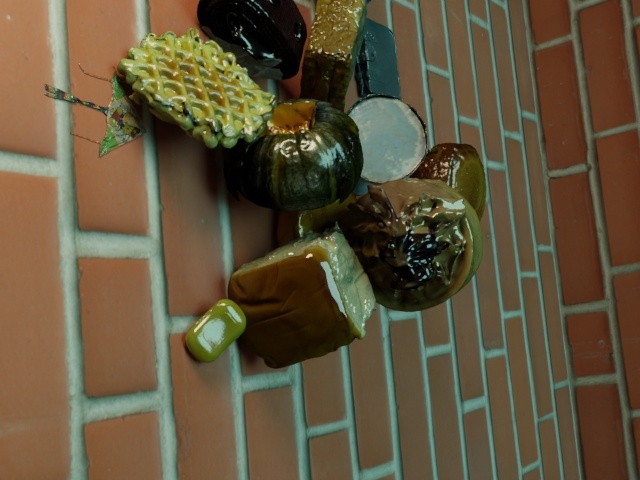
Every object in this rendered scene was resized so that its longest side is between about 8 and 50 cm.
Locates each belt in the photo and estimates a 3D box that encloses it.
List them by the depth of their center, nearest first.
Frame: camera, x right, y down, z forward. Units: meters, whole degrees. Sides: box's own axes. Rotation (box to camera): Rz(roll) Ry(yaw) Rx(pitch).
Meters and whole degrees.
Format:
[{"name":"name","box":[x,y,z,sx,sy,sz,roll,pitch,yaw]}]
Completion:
[{"name":"belt","box":[-0.152,-0.484,1.869,0.289,0.184,0.164,44,47,-39]}]

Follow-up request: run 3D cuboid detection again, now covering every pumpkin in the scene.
[{"name":"pumpkin","box":[-0.059,-0.193,1.823,0.320,0.320,0.192,-52,144,-47]}]

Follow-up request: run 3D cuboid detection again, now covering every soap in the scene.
[{"name":"soap","box":[-0.217,0.187,1.706,0.140,0.045,0.089,-45,112,-25]}]

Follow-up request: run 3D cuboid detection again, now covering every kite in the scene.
[{"name":"kite","box":[-0.424,-0.256,1.581,0.244,0.006,0.198,22,64,-51]}]

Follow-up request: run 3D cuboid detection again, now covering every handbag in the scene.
[{"name":"handbag","box":[0.161,-0.528,2.429,0.179,0.062,0.229,5,78,-54]}]

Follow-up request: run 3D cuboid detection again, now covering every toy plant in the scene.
[{"name":"toy plant","box":[0.148,-0.235,2.191,0.332,0.247,0.247,109,-24,-83]}]

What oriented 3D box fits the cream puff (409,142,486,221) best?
[{"name":"cream puff","box":[0.374,-0.150,2.515,0.303,0.212,0.303,-5,96,-53]}]

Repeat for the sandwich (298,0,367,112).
[{"name":"sandwich","box":[0.039,-0.498,2.079,0.262,0.131,0.325,98,3,-60]}]

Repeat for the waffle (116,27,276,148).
[{"name":"waffle","box":[-0.248,-0.312,1.694,0.317,0.073,0.297,37,38,4]}]

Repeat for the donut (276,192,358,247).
[{"name":"donut","box":[0.000,0.000,2.033,0.303,0.110,0.302,13,74,-52]}]

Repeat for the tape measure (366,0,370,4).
[{"name":"tape measure","box":[0.049,-0.775,2.205,0.262,0.138,0.259,30,36,-45]}]

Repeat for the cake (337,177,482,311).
[{"name":"cake","box":[0.192,0.013,1.901,0.321,0.332,0.332,-11,91,-64]}]

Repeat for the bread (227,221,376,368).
[{"name":"bread","box":[-0.044,0.131,1.807,0.250,0.279,0.225,65,16,-11]}]
